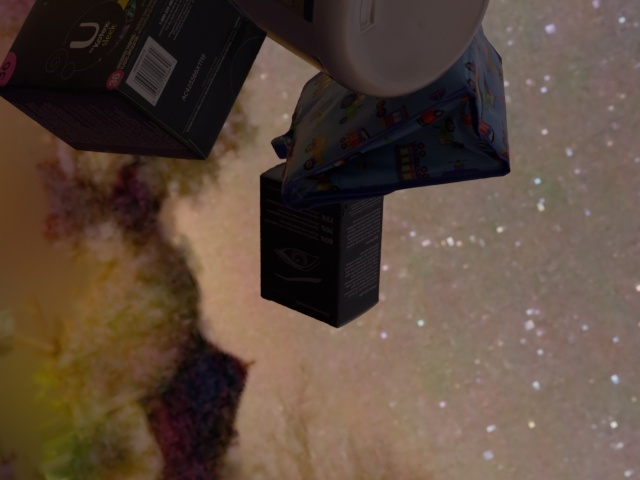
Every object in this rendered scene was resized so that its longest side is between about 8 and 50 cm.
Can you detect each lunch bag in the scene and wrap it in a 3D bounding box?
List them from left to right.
[{"bbox_3d":[0.069,-0.155,1.395,0.138,0.293,0.221,57,26,-37],"label":"lunch bag"}]

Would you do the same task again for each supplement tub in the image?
[{"bbox_3d":[0.008,-0.313,1.234,0.316,0.228,0.228,39,-28,40],"label":"supplement tub"}]

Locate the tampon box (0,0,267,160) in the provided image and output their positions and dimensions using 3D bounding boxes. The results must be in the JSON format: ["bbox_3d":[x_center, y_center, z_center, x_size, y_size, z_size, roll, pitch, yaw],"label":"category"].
[{"bbox_3d":[-0.148,-0.139,0.872,0.161,0.120,0.101,8,-22,41],"label":"tampon box"}]

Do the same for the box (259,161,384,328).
[{"bbox_3d":[0.000,0.000,1.666,0.153,0.108,0.207,21,-58,33],"label":"box"}]
